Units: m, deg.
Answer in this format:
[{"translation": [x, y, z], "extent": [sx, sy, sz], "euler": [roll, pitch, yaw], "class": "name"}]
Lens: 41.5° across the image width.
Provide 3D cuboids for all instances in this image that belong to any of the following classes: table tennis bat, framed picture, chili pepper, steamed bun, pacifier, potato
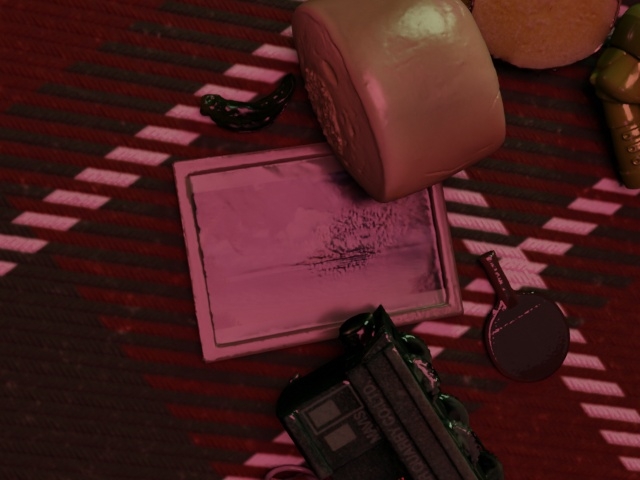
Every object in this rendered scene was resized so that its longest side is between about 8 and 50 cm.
[{"translation": [0.246, 0.091, 0.970], "extent": [0.107, 0.119, 0.170], "euler": [-29, 94, -10], "class": "table tennis bat"}, {"translation": [0.000, 0.000, 0.980], "extent": [0.314, 0.024, 0.232], "euler": [-10, 89, -10], "class": "framed picture"}, {"translation": [-0.079, -0.152, 0.969], "extent": [0.117, 0.035, 0.056], "euler": [-15, 107, -6], "class": "chili pepper"}, {"translation": [0.090, -0.184, 0.925], "extent": [0.200, 0.155, 0.250], "euler": [-25, 85, -13], "class": "steamed bun"}, {"translation": [-0.032, 0.299, 0.950], "extent": [0.099, 0.081, 0.078], "euler": [-1, 123, -30], "class": "pacifier"}, {"translation": [0.253, -0.284, 1.004], "extent": [0.200, 0.081, 0.164], "euler": [0, 117, -14], "class": "potato"}]

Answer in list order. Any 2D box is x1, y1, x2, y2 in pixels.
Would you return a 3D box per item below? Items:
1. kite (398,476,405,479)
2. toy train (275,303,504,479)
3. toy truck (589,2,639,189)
[{"translation": [0.120, 0.328, 0.883], "extent": [0.159, 0.010, 0.190], "euler": [-35, 103, 18], "class": "kite"}, {"translation": [0.091, 0.240, 0.935], "extent": [0.178, 0.138, 0.330], "euler": [-31, 98, 5], "class": "toy train"}, {"translation": [0.406, -0.187, 1.003], "extent": [0.210, 0.148, 0.187], "euler": [-38, 103, 14], "class": "toy truck"}]
